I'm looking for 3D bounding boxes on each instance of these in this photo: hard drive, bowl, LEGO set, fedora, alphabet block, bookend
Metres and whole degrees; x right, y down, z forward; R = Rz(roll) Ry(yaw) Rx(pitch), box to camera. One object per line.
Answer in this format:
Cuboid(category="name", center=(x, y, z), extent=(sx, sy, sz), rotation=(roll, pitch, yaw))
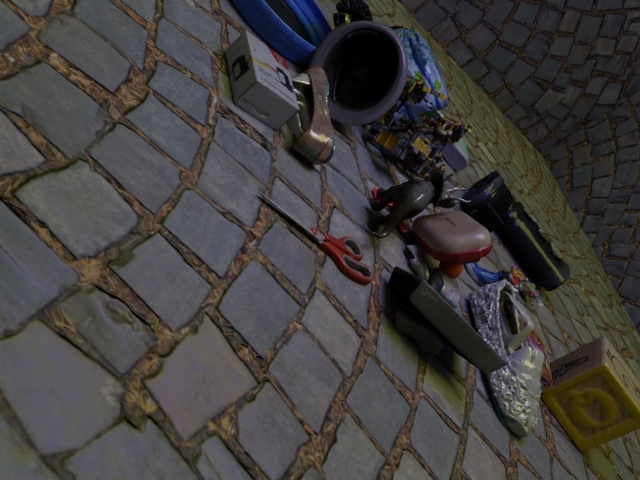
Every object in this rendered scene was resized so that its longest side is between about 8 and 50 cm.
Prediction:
Cuboid(category="hard drive", center=(0.248, 0.163, 1.311), extent=(0.254, 0.054, 0.172), rotation=(44, -4, -16))
Cuboid(category="bowl", center=(-0.114, -0.630, 1.729), extent=(0.391, 0.077, 0.391), rotation=(39, 30, -27))
Cuboid(category="LEGO set", center=(0.297, -0.274, 1.761), extent=(0.192, 0.255, 0.331), rotation=(41, -1, 46))
Cuboid(category="fedora", center=(0.097, -0.429, 1.686), extent=(0.243, 0.276, 0.124), rotation=(29, 2, 0))
Cuboid(category="alphabet block", center=(0.719, 0.401, 1.708), extent=(0.192, 0.193, 0.197), rotation=(53, 26, 2))
Cuboid(category="bookend", center=(0.442, -0.053, 1.844), extent=(0.072, 0.157, 0.156), rotation=(53, 27, -2))

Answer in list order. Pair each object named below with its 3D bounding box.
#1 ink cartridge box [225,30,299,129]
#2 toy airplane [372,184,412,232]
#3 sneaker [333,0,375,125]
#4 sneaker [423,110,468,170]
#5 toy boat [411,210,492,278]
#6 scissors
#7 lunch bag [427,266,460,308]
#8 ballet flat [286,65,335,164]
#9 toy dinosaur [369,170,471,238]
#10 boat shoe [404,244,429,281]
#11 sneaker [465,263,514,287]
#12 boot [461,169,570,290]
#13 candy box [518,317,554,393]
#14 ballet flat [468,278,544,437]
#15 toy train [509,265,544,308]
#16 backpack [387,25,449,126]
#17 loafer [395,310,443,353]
Cuboid(category="ink cartridge box", center=(-0.123, -0.337, 1.366), extent=(0.127, 0.072, 0.175), rotation=(28, 36, -42))
Cuboid(category="toy airplane", center=(0.177, -0.084, 1.597), extent=(0.151, 0.028, 0.151), rotation=(34, 39, -33))
Cuboid(category="sneaker", center=(0.124, -0.494, 1.812), extent=(0.146, 0.134, 0.344), rotation=(-35, 117, -80))
Cuboid(category="sneaker", center=(0.442, -0.382, 2.306), extent=(0.256, 0.094, 0.151), rotation=(51, 31, -27))
Cuboid(category="toy boat", center=(0.311, 0.021, 1.561), extent=(0.231, 0.150, 0.151), rotation=(-121, -156, -66))
Cuboid(category="scissors", center=(0.000, 0.000, 1.217), extent=(0.297, 0.021, 0.109), rotation=(29, 37, -43))
Cuboid(category="lunch bag", center=(0.283, 0.114, 1.504), extent=(0.071, 0.053, 0.083), rotation=(38, 20, -31))
Cuboid(category="ballet flat", center=(-0.035, -0.303, 1.443), extent=(0.106, 0.107, 0.316), rotation=(18, 40, -29))
Cuboid(category="toy dinosaur", center=(0.197, -0.092, 1.463), extent=(0.313, 0.160, 0.121), rotation=(-17, 81, -54))
Cuboid(category="boat shoe", center=(0.221, 0.053, 1.505), extent=(0.035, 0.035, 0.100), rotation=(0, 58, -26))
Cuboid(category="sneaker", center=(0.477, 0.096, 1.802), extent=(0.152, 0.084, 0.058), rotation=(49, 27, -9))
Cuboid(category="boot", center=(0.675, -0.012, 2.212), extent=(0.445, 0.146, 0.367), rotation=(58, 28, -1))
Cuboid(category="candy box", center=(0.555, 0.304, 1.715), extent=(0.109, 0.053, 0.187), rotation=(46, 29, -17))
Cuboid(category="ballet flat", center=(0.445, 0.248, 1.517), extent=(0.147, 0.147, 0.409), rotation=(35, 32, -32))
Cuboid(category="toy train", center=(0.625, 0.149, 2.027), extent=(0.166, 0.046, 0.125), rotation=(40, 30, -19))
Cuboid(category="backpack", center=(0.270, -0.494, 2.014), extent=(0.290, 0.273, 0.356), rotation=(66, 31, -26))
Cuboid(category="loafer", center=(0.198, 0.180, 1.300), extent=(0.125, 0.045, 0.039), rotation=(37, 24, -25))
